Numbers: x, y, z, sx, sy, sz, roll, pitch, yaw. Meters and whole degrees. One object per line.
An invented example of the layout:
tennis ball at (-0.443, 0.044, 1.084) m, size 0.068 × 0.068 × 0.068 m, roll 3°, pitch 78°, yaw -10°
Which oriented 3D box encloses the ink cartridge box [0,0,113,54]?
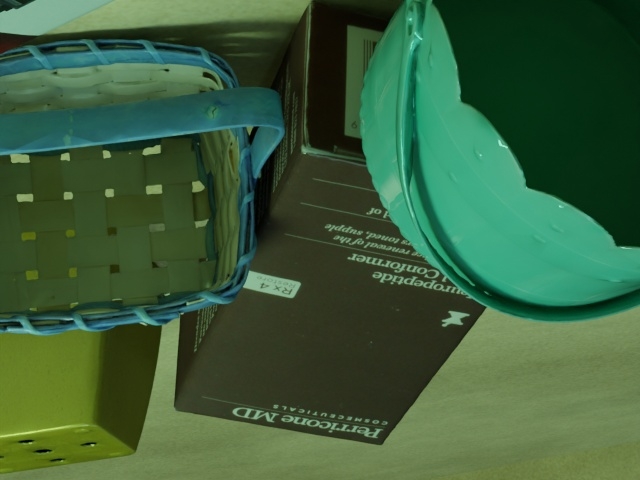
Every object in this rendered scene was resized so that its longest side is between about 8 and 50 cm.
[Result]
ink cartridge box at (-0.176, -0.197, 0.574) m, size 0.272 × 0.130 × 0.309 m, roll -19°, pitch 156°, yaw 30°

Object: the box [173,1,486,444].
box at (0.021, 0.006, 1.199) m, size 0.191 × 0.143 × 0.381 m, roll 11°, pitch 146°, yaw -13°

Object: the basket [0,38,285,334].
basket at (-0.163, -0.039, 1.049) m, size 0.255 × 0.201 × 0.289 m, roll -5°, pitch 173°, yaw -9°

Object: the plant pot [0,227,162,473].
plant pot at (-0.264, 0.108, 1.467) m, size 0.212 × 0.187 × 0.212 m, roll -9°, pitch 161°, yaw 7°

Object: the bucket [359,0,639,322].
bucket at (0.164, -0.090, 0.950) m, size 0.281 × 0.281 × 0.183 m, roll 0°, pitch 163°, yaw -18°
